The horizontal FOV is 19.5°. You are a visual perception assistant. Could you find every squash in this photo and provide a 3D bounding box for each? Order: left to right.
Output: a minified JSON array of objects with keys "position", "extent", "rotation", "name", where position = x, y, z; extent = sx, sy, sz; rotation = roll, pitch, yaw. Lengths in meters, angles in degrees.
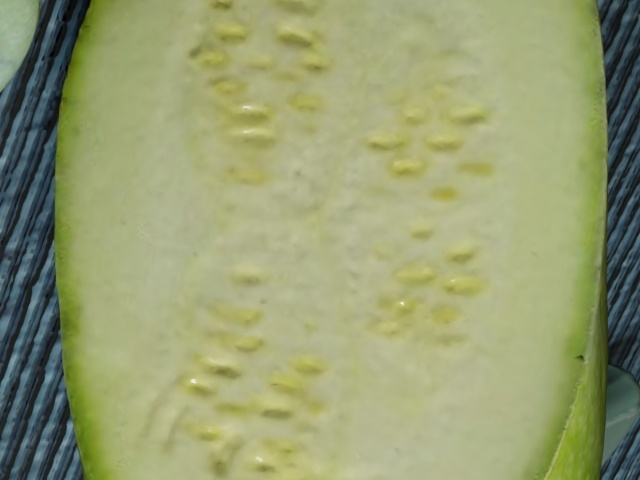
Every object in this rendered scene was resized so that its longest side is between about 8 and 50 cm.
[{"position":[0.000,0.000,0.598],"extent":[0.189,0.189,0.260],"rotation":[-19,124,-21],"name":"squash"}]

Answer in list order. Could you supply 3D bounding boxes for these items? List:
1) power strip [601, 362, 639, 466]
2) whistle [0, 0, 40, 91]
[{"position":[0.041,0.066,0.786],"extent":[0.137,0.044,0.216],"rotation":[-50,132,5],"name":"power strip"},{"position":[-0.178,-0.048,0.575],"extent":[0.198,0.057,0.104],"rotation":[-33,147,0],"name":"whistle"}]
